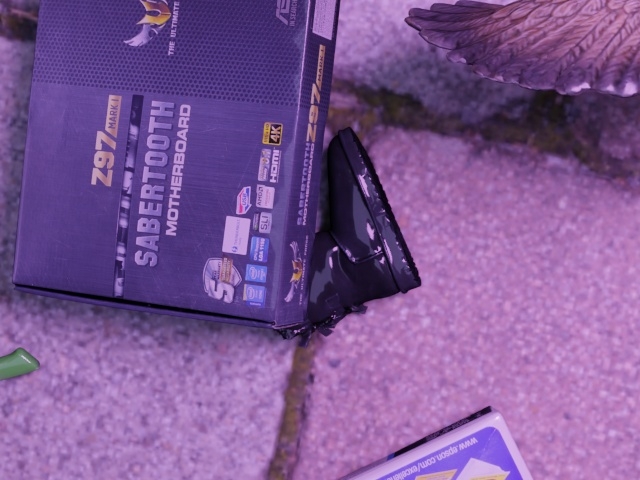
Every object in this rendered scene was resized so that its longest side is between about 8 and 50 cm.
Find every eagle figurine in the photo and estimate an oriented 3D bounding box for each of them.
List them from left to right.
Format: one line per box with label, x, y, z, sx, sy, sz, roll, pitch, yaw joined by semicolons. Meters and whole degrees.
eagle figurine;0.227;-0.136;0.773;0.298;0.226;0.225;33;123;-14

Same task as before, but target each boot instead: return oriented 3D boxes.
boot;0.000;0.000;0.878;0.099;0.045;0.121;-22;89;11

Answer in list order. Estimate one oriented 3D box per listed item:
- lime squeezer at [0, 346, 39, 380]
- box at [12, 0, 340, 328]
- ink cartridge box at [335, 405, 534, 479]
lime squeezer;-0.335;0.154;0.913;0.310;0.059;0.110;-46;118;3
box;-0.090;-0.071;0.854;0.183;0.059;0.233;8;92;19
ink cartridge box;0.066;0.242;0.878;0.206;0.045;0.208;-26;89;5
